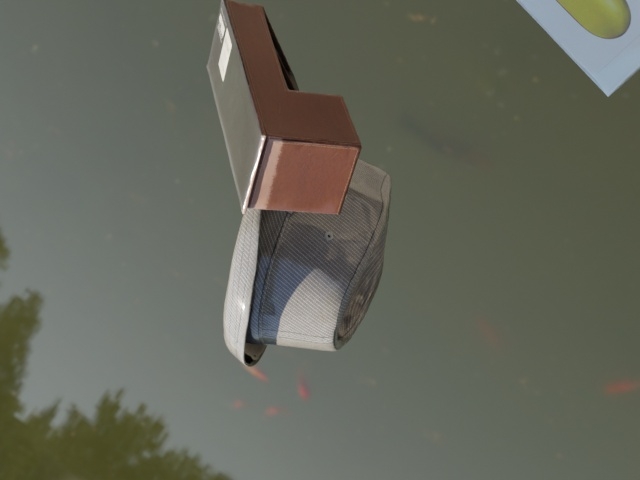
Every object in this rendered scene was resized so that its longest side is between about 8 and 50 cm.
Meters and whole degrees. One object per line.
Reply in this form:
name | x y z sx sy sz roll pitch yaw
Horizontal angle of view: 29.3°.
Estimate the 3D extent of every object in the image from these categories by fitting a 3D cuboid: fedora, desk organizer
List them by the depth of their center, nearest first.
desk organizer | -0.022 -0.070 0.627 0.050 0.130 0.047 3 129 -18
fedora | 0.000 0.000 1.187 0.124 0.275 0.243 13 139 7

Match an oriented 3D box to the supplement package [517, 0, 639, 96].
supplement package | 0.288 -0.319 1.228 0.262 0.198 0.199 48 119 4
